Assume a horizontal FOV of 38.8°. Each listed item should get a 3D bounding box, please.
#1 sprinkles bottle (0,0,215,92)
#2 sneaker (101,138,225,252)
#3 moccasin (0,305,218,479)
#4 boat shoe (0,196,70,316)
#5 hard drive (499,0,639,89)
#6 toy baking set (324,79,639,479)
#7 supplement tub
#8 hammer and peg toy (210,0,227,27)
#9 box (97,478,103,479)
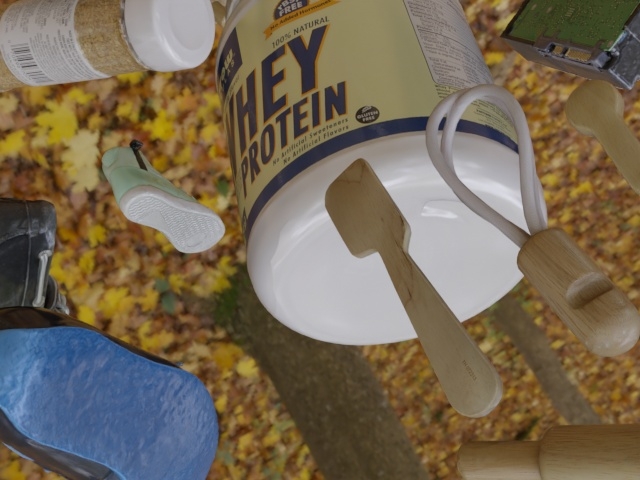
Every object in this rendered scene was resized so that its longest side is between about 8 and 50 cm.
[{"bbox_3d":[-0.311,-0.266,1.177,0.356,0.121,0.121,0,173,30],"label":"sprinkles bottle"},{"bbox_3d":[-0.261,-0.077,1.527,0.094,0.151,0.256,-39,148,10],"label":"sneaker"},{"bbox_3d":[-0.182,0.125,0.725,0.342,0.117,0.137,66,42,-55],"label":"moccasin"},{"bbox_3d":[-0.293,0.067,0.871,0.105,0.113,0.306,-8,139,-23],"label":"boat shoe"},{"bbox_3d":[0.373,-0.341,1.033,0.064,0.237,0.339,33,96,-24],"label":"hard drive"},{"bbox_3d":[0.114,0.010,0.372,0.256,0.196,0.030,-14,156,34],"label":"toy baking set"},{"bbox_3d":[0.035,-0.100,0.784,0.236,0.324,0.235,-9,142,-7],"label":"supplement tub"},{"bbox_3d":[-0.283,-0.520,1.725,0.361,0.127,0.265,-19,144,-51],"label":"hammer and peg toy"},{"bbox_3d":[-0.155,0.200,0.366,0.207,0.114,0.036,-29,-164,-12],"label":"box"}]
